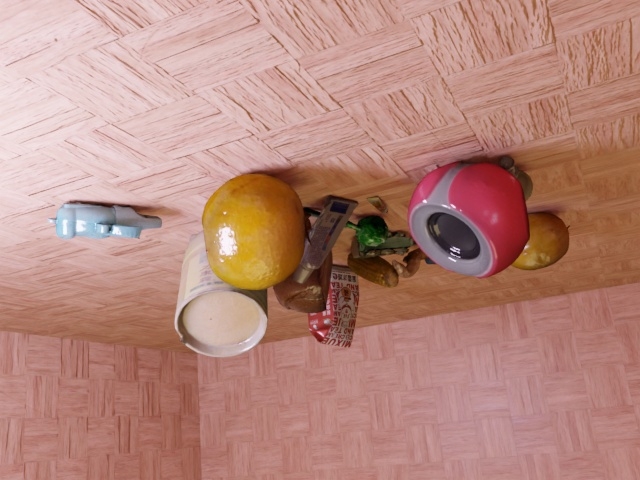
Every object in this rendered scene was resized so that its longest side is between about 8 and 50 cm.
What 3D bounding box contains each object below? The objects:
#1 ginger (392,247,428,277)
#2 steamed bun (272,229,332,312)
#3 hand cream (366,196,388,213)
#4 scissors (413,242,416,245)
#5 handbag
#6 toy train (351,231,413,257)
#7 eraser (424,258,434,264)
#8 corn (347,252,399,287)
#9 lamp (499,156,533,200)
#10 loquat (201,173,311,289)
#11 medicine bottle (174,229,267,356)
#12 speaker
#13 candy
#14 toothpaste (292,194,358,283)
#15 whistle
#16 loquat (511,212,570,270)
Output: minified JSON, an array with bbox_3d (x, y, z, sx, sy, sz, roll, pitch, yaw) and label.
[{"bbox_3d":[0.309,0.066,2.150,0.089,0.075,0.288,-18,-175,33],"label":"ginger"},{"bbox_3d":[-0.069,0.099,2.025,0.199,0.252,0.301,4,160,5],"label":"steamed bun"},{"bbox_3d":[0.162,-0.098,1.791,0.035,0.022,0.102,-7,159,25],"label":"hand cream"},{"bbox_3d":[0.382,-0.007,2.169,0.144,0.017,0.247,5,162,-29],"label":"scissors"},{"bbox_3d":[0.055,0.253,2.428,0.171,0.298,0.151,11,156,-44],"label":"handbag"},{"bbox_3d":[0.200,0.017,2.092,0.194,0.081,0.125,-3,173,-21],"label":"toy train"},{"bbox_3d":[0.544,0.043,2.331,0.311,0.043,0.144,-3,163,-7],"label":"eraser"},{"bbox_3d":[0.173,0.092,2.165,0.097,0.097,0.261,5,-167,-30],"label":"corn"},{"bbox_3d":[0.478,-0.156,1.614,0.091,0.091,0.163,-13,147,22],"label":"lamp"},{"bbox_3d":[-0.147,-0.026,1.532,0.274,0.275,0.275,-5,163,-2],"label":"loquat"},{"bbox_3d":[-0.262,0.095,1.760,0.235,0.406,0.236,-3,126,-4],"label":"medicine bottle"},{"bbox_3d":[0.353,-0.054,1.559,0.294,0.294,0.294,-5,163,-2],"label":"speaker"},{"bbox_3d":[0.059,-0.051,1.848,0.323,0.097,0.097,15,155,-31],"label":"candy"},{"bbox_3d":[-0.001,0.000,1.788,0.282,0.068,0.099,-61,165,22],"label":"toothpaste"},{"bbox_3d":[-0.540,-0.048,1.621,0.274,0.093,0.186,1,-172,-28],"label":"whistle"},{"bbox_3d":[0.675,0.000,2.020,0.234,0.176,0.187,-24,-156,0],"label":"loquat"}]
